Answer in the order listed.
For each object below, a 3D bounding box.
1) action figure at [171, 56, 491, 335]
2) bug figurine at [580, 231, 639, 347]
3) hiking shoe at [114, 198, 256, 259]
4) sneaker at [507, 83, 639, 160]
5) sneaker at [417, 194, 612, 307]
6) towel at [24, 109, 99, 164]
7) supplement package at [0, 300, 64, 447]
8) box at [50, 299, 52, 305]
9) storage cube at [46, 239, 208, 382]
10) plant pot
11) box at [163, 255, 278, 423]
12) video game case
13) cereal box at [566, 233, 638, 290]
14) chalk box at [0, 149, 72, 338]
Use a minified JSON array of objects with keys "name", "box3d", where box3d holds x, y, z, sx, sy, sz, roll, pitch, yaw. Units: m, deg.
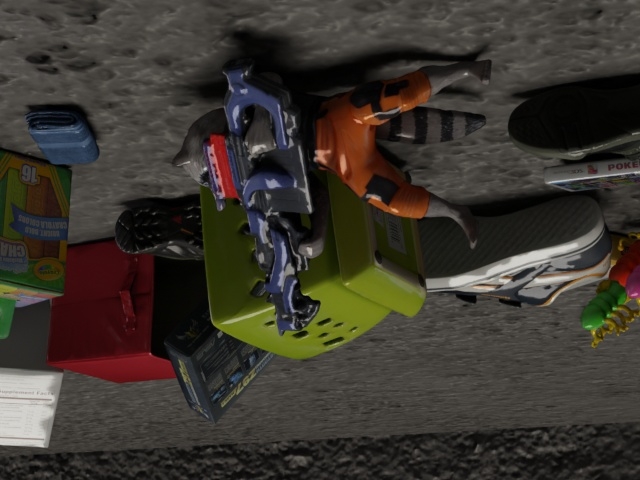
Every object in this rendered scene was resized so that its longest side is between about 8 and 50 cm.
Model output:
[{"name":"action figure","box3d":[0.009,-0.069,1.510,0.330,0.178,0.341,4,127,6]},{"name":"bug figurine","box3d":[0.446,0.032,1.892,0.072,0.216,0.279,45,149,0]},{"name":"hiking shoe","box3d":[-0.159,-0.016,1.915,0.226,0.086,0.114,2,178,11]},{"name":"sneaker","box3d":[0.324,-0.117,1.539,0.227,0.087,0.130,-10,156,12]},{"name":"sneaker","box3d":[0.245,0.033,1.937,0.321,0.126,0.127,-9,138,23]},{"name":"towel","box3d":[-0.294,-0.121,1.614,0.067,0.029,0.119,-1,163,1]},{"name":"supplement package","box3d":[-0.525,0.183,2.191,0.204,0.145,0.262,6,-153,-20]},{"name":"box","box3d":[-0.299,0.152,2.374,0.311,0.121,0.148,12,159,-37]},{"name":"storage cube","box3d":[-0.278,0.106,2.114,0.193,0.184,0.215,-8,163,28]},{"name":"plant pot","box3d":[0.000,0.000,1.707,0.207,0.228,0.227,-17,158,24]},{"name":"box","box3d":[-0.117,0.130,2.058,0.059,0.233,0.183,30,153,29]},{"name":"video game case","box3d":[0.375,-0.083,1.690,0.183,0.023,0.201,-6,178,18]},{"name":"cereal box","box3d":[0.341,0.035,2.126,0.173,0.047,0.240,10,161,-32]},{"name":"chalk box","box3d":[-0.400,0.011,1.731,0.132,0.213,0.132,15,158,-43]}]
